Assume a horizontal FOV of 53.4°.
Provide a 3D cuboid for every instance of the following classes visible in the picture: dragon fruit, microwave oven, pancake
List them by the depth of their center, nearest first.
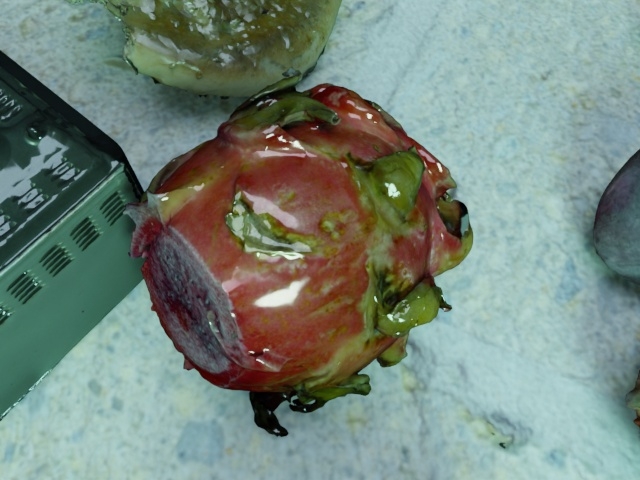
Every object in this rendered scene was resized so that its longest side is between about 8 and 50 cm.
[{"bbox_3d":[0.000,0.000,0.563,0.291,0.250,0.269,-26,81,-36],"label":"dragon fruit"},{"bbox_3d":[-0.366,-0.048,0.582,0.355,0.218,0.286,38,71,15],"label":"microwave oven"},{"bbox_3d":[-0.130,-0.337,0.708,0.383,0.071,0.381,4,82,-27],"label":"pancake"}]

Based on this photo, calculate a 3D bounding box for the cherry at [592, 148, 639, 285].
[{"bbox_3d":[0.365,-0.021,0.622,0.140,0.176,0.176,-24,65,-44],"label":"cherry"}]

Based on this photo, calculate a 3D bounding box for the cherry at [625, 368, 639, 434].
[{"bbox_3d":[0.392,0.138,0.538,0.250,0.192,0.175,-26,104,-19],"label":"cherry"}]
